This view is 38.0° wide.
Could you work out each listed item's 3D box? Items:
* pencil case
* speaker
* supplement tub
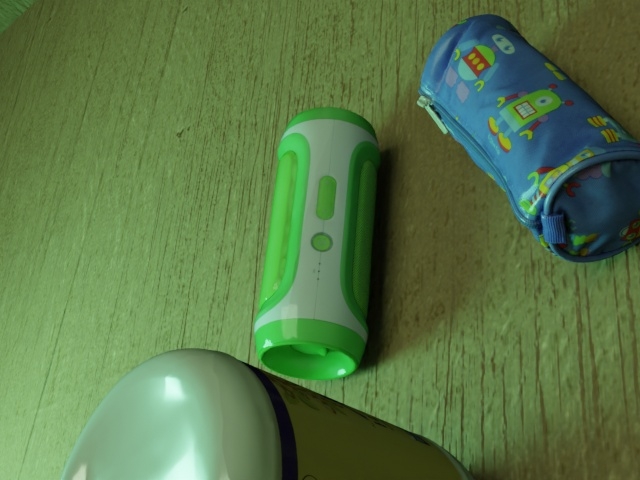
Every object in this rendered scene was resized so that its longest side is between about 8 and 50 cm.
[{"bbox_3d":[0.194,-0.104,0.879,0.133,0.119,0.306,-25,40,-1],"label":"pencil case"},{"bbox_3d":[0.000,0.000,1.045,0.131,0.131,0.296,-23,50,41],"label":"speaker"},{"bbox_3d":[-0.014,0.242,0.716,0.241,0.331,0.241,-29,46,36],"label":"supplement tub"}]
